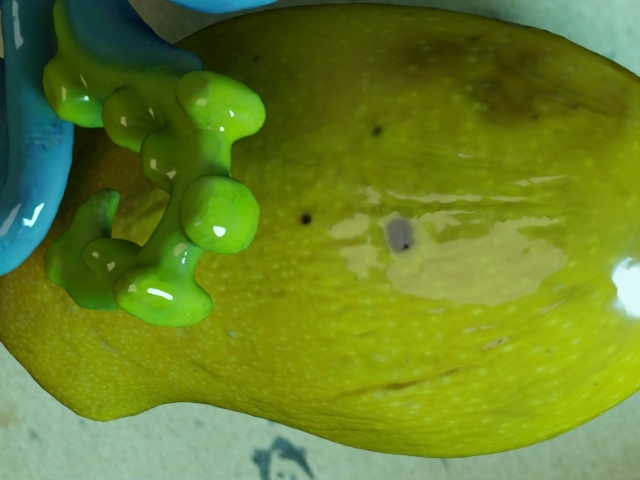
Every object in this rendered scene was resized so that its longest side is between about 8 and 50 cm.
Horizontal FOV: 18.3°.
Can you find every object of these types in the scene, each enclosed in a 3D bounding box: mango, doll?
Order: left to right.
[{"bbox_3d":[-0.074,-0.146,0.778,0.341,0.099,0.346,7,90,52],"label":"doll"},{"bbox_3d":[-0.002,-0.004,0.818,0.359,0.144,0.187,1,111,33],"label":"mango"}]
